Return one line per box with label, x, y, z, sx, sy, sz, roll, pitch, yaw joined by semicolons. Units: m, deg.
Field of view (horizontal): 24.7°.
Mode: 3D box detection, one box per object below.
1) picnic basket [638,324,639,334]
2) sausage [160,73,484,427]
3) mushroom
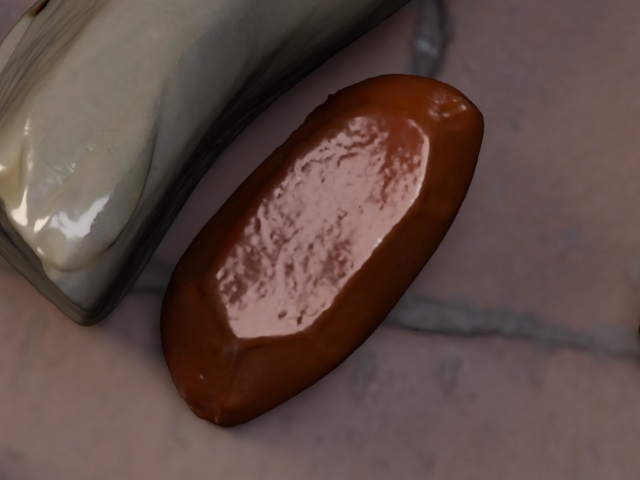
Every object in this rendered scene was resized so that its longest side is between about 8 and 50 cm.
picnic basket;0.183;0.034;0.640;0.072;0.083;0.072;3;70;-7
sausage;0.000;0.000;0.624;0.089;0.089;0.179;37;79;5
mushroom;-0.027;-0.097;0.622;0.329;0.159;0.122;-48;127;-23
